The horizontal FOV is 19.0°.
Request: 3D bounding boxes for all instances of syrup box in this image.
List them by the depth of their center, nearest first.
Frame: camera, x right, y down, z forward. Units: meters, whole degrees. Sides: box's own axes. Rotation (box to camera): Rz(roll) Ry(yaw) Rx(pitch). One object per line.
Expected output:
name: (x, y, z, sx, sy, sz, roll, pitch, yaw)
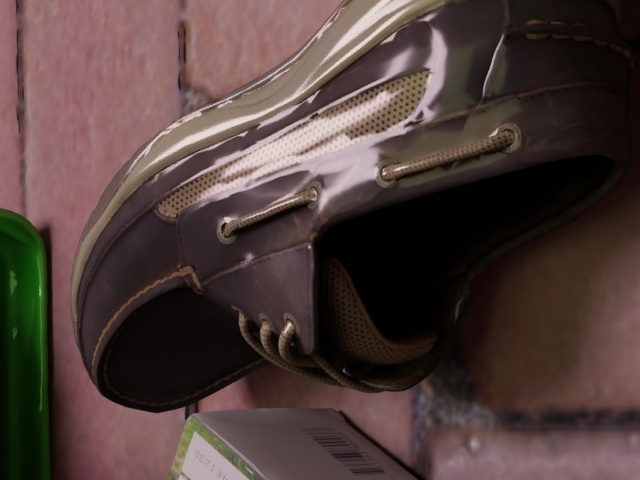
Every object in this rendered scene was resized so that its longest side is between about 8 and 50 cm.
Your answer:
syrup box: (-0.036, 0.208, 0.935, 0.093, 0.096, 0.237, 35, 114, 45)

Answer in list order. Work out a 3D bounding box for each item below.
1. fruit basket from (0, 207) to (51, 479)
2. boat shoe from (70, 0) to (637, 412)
fruit basket: (-0.276, 0.159, 1.063, 0.392, 0.283, 0.392, -1, 89, 63)
boat shoe: (0.000, 0.000, 0.866, 0.355, 0.132, 0.130, -41, 48, 40)
